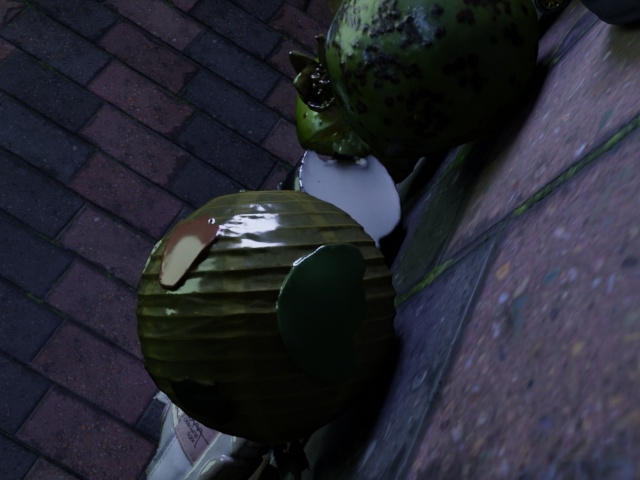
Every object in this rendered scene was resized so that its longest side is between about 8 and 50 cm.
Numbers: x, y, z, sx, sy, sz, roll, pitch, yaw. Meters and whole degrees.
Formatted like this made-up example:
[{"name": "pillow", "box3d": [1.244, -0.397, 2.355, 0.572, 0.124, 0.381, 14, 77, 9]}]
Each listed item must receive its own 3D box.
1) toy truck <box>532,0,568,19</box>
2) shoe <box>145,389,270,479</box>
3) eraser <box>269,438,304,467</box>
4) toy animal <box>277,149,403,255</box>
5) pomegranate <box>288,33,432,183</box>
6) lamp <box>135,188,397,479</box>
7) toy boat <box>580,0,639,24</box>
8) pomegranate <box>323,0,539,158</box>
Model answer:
[{"name": "toy truck", "box3d": [0.229, -0.288, 0.845, 0.226, 0.114, 0.098, -55, 4, 38]}, {"name": "shoe", "box3d": [-0.133, 0.188, 0.836, 0.351, 0.198, 0.171, -52, -18, -22]}, {"name": "eraser", "box3d": [-0.014, 0.197, 0.763, 0.150, 0.023, 0.104, -59, 1, -2]}, {"name": "toy animal", "box3d": [-0.003, -0.008, 0.960, 0.267, 0.213, 0.212, -44, 13, 52]}, {"name": "pomegranate", "box3d": [0.069, -0.221, 1.006, 0.260, 0.260, 0.341, -58, -30, 3]}, {"name": "lamp", "box3d": [-0.047, 0.093, 0.602, 0.250, 0.251, 0.284, -165, 68, -87]}, {"name": "toy boat", "box3d": [0.239, -0.221, 0.411, 0.127, 0.078, 0.283, -61, 4, 1]}, {"name": "pomegranate", "box3d": [0.114, -0.227, 0.723, 0.254, 0.270, 0.254, -42, -9, -8]}]
